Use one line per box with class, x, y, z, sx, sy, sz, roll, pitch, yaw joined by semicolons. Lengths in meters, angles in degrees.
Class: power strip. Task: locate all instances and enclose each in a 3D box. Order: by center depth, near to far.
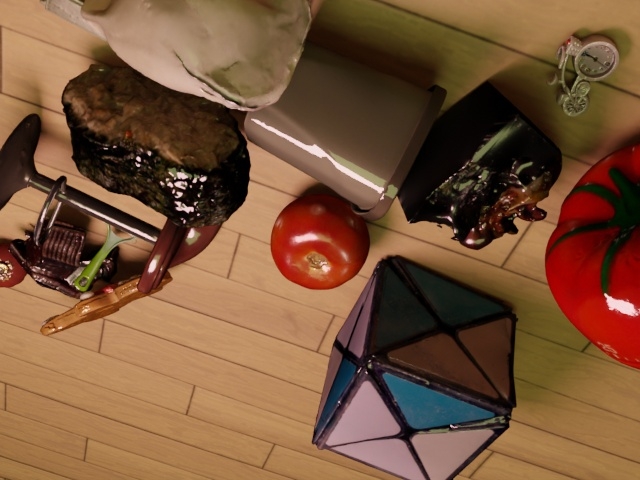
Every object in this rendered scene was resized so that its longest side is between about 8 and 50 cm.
power strip;-0.313;-0.346;1.239;0.272;0.078;0.052;26;131;-9

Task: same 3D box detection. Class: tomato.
tomato;0.000;0.000;1.435;0.195;0.136;0.195;6;131;7

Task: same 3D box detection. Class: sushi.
sushi;0.264;-0.104;1.247;0.212;0.215;0.227;35;110;-24
sushi;-0.267;-0.165;1.275;0.350;0.211;0.170;33;137;25

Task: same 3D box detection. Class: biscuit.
biscuit;-0.442;0.119;1.639;0.340;0.216;0.047;-26;85;41

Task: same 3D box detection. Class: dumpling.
dumpling;-0.178;-0.346;1.120;0.341;0.260;0.181;32;-179;44

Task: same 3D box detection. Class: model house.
model house;-0.529;0.026;1.628;0.203;0.141;0.164;27;114;-38

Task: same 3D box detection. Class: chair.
chair;-0.393;-0.051;1.432;0.401;0.226;0.226;25;133;-10

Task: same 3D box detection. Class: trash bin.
trash bin;0.029;-0.181;1.195;0.250;0.219;0.219;27;173;0

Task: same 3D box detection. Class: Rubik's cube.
Rubik's cube;0.181;0.262;1.507;0.305;0.307;0.310;25;131;-5

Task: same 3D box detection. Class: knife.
knife;-0.447;0.034;1.577;0.078;0.166;0.023;37;161;-16

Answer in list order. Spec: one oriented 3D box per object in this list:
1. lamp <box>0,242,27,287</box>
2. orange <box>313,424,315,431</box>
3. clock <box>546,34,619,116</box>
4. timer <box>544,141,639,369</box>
lamp;-0.699;0.056;1.701;0.101;0.090;0.101;-2;102;-8
orange;0.026;0.470;1.909;0.086;0.062;0.086;10;150;6
clock;0.393;-0.252;1.167;0.087;0.041;0.129;14;128;-3
timer;0.535;0.016;1.142;0.279;0.378;0.378;37;130;-19
